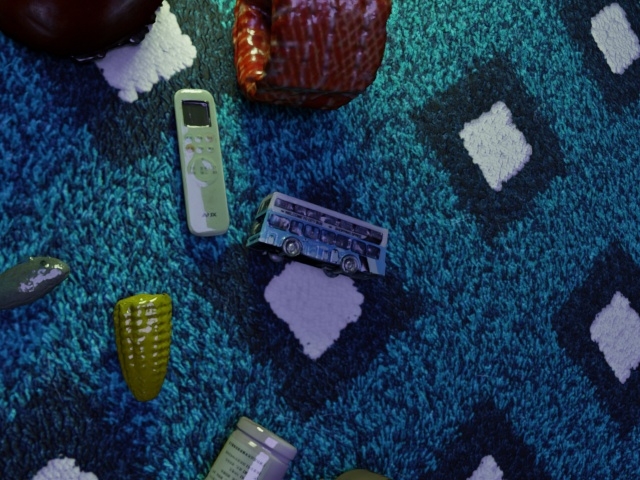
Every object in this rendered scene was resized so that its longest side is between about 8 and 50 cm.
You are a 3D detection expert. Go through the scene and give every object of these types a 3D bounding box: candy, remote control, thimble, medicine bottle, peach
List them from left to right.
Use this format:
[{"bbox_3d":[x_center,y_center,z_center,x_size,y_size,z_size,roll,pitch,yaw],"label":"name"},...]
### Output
[{"bbox_3d":[-0.440,-0.536,0.941,0.339,0.353,0.417,38,112,-8],"label":"peach"},{"bbox_3d":[-0.326,0.200,0.979,0.106,0.094,0.199,-3,90,-29],"label":"candy"},{"bbox_3d":[-0.247,-0.160,1.088,0.090,0.038,0.310,-4,84,-24],"label":"remote control"},{"bbox_3d":[-0.158,0.475,0.991,0.133,0.133,0.250,35,71,-15],"label":"medicine bottle"},{"bbox_3d":[-0.031,-0.444,1.062,0.230,0.350,0.351,0,83,-24],"label":"thimble"}]

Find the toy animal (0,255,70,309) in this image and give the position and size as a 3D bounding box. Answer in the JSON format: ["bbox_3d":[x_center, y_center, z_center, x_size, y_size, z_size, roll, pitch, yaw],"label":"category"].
[{"bbox_3d":[-0.565,0.086,0.912,0.252,0.070,0.079,-14,54,-13],"label":"toy animal"}]

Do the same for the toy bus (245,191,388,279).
[{"bbox_3d":[0.000,0.000,1.140,0.297,0.106,0.131,18,74,-22],"label":"toy bus"}]

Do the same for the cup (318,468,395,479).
[{"bbox_3d":[0.084,0.550,1.048,0.252,0.200,0.192,38,70,-15],"label":"cup"}]
